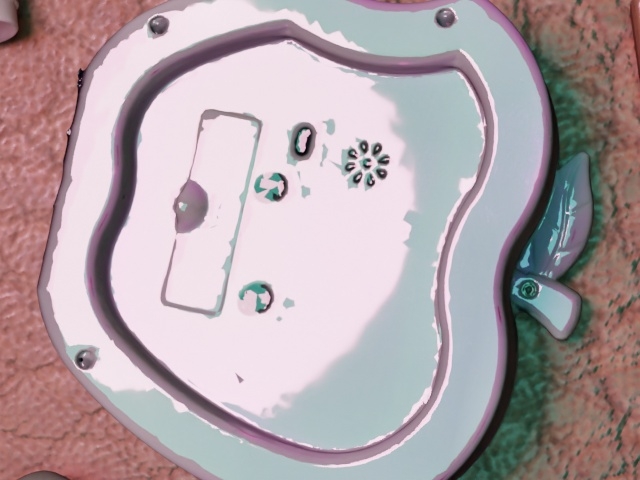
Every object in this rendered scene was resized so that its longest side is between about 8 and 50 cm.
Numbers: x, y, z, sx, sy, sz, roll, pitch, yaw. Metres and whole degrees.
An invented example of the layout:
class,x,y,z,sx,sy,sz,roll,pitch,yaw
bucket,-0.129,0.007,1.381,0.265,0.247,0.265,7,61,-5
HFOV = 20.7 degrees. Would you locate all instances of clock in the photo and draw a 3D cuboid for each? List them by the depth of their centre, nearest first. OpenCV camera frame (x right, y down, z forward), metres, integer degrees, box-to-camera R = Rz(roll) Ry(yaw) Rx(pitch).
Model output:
class,x,y,z,sx,sy,sz,roll,pitch,yaw
clock,0.000,0.000,1.054,0.339,0.102,0.338,-1,86,8

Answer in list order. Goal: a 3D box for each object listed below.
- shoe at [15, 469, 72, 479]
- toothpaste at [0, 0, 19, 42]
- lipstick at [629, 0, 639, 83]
class,x,y,z,sx,sy,sz,roll,pitch,yaw
shoe,-0.164,0.198,1.075,0.251,0.103,0.100,8,43,-4
toothpaste,-0.243,-0.287,1.134,0.100,0.066,0.323,-10,80,12
lipstick,0.219,-0.075,1.056,0.045,0.045,0.145,-9,85,10
